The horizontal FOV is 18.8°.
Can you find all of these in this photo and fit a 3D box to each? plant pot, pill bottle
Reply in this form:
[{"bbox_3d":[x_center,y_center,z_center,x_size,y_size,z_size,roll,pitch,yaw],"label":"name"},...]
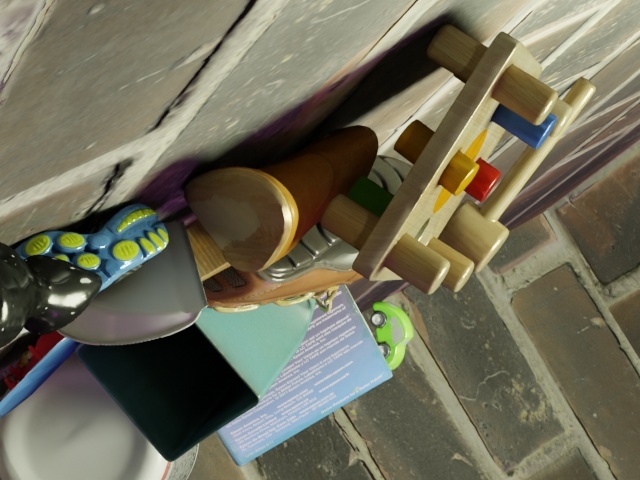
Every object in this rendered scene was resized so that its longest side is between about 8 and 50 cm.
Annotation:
[{"bbox_3d":[-0.118,0.093,2.152,0.165,0.166,0.234,-36,-174,37],"label":"plant pot"},{"bbox_3d":[-0.262,0.242,2.375,0.210,0.210,0.363,-31,173,2],"label":"pill bottle"}]

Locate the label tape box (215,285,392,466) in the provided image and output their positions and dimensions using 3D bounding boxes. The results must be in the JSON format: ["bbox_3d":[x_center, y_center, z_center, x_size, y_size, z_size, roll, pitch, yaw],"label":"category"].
[{"bbox_3d":[-0.080,0.105,2.455,0.240,0.106,0.334,-31,133,-3],"label":"label tape box"}]

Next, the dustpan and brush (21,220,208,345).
[{"bbox_3d":[-0.215,0.054,1.719,0.211,0.147,0.060,-6,126,-11],"label":"dustpan and brush"}]

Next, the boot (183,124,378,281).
[{"bbox_3d":[-0.026,-0.054,1.805,0.211,0.104,0.295,-34,180,-24],"label":"boot"}]

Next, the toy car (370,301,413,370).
[{"bbox_3d":[0.094,0.066,2.625,0.053,0.225,0.239,-7,177,12],"label":"toy car"}]

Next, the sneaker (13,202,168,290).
[{"bbox_3d":[-0.205,0.024,1.637,0.078,0.067,0.188,-41,171,36],"label":"sneaker"}]

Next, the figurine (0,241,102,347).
[{"bbox_3d":[-0.289,0.078,1.479,0.215,0.092,0.209,-32,168,15],"label":"figurine"}]

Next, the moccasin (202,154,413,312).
[{"bbox_3d":[0.002,0.003,2.111,0.147,0.139,0.380,-31,177,42],"label":"moccasin"}]

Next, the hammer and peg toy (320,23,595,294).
[{"bbox_3d":[0.137,-0.079,1.876,0.266,0.127,0.361,-58,170,6],"label":"hammer and peg toy"}]

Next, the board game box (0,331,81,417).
[{"bbox_3d":[-0.307,0.127,2.079,0.169,0.033,0.133,-45,175,11],"label":"board game box"}]
